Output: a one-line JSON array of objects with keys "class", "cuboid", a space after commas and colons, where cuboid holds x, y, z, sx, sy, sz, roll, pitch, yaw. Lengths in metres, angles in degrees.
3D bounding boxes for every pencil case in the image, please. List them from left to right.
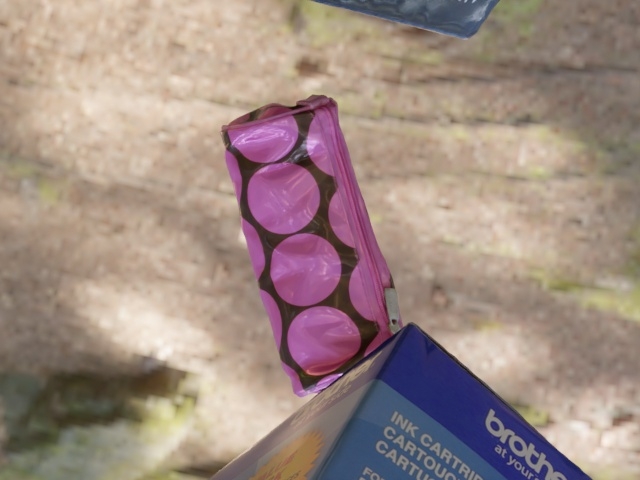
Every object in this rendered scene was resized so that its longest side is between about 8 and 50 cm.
[{"class": "pencil case", "cuboid": [0.000, 0.000, 1.311, 0.095, 0.209, 0.098, -15, 174, -40]}]

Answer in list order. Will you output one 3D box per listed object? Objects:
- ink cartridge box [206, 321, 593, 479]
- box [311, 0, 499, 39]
[{"class": "ink cartridge box", "cuboid": [-0.022, 0.223, 0.966, 0.151, 0.395, 0.270, 43, 133, -6]}, {"class": "box", "cuboid": [0.029, -0.424, 1.230, 0.480, 0.297, 0.472, 5, 126, -55]}]
